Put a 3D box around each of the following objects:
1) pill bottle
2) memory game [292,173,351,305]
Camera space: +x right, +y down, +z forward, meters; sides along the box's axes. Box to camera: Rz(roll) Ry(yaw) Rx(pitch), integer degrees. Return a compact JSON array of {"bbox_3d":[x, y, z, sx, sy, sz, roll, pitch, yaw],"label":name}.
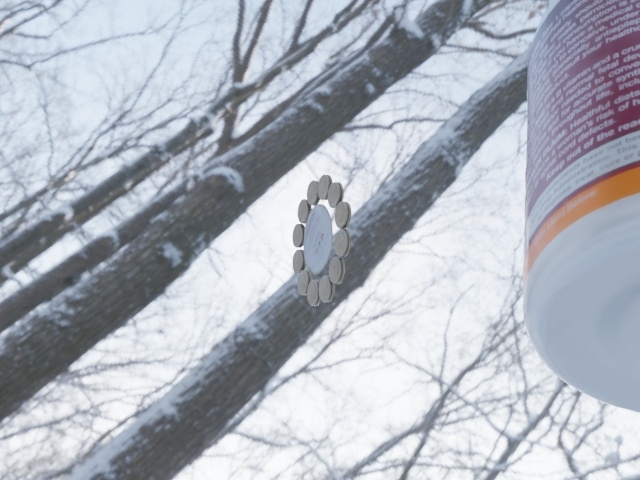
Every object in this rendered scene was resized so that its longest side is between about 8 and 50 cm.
[{"bbox_3d":[0.272,-0.086,0.656,0.224,0.392,0.224,7,-40,6],"label":"pill bottle"},{"bbox_3d":[0.000,0.000,1.194,0.186,0.012,0.186,-176,-90,-66],"label":"memory game"}]
